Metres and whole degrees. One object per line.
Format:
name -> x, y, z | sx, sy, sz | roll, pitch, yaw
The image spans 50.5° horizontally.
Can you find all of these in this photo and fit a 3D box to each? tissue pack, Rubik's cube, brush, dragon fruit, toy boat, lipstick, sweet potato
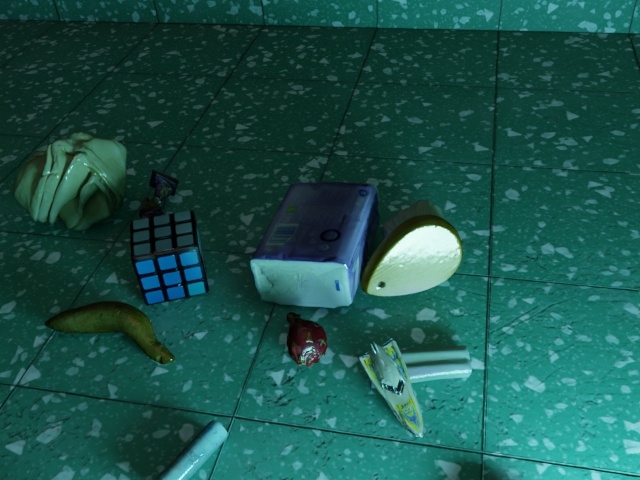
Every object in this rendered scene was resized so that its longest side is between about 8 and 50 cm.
tissue pack -> 0.000, 0.000, 1.685 | 0.242, 0.160, 0.338 | 4, 39, 17
Rubik's cube -> -0.371, 0.042, 1.671 | 0.161, 0.162, 0.163 | -11, 39, -8
brush -> 0.205, 0.030, 1.645 | 0.267, 0.174, 0.166 | -30, 22, 4
dragon fruit -> -0.035, 0.204, 1.504 | 0.094, 0.094, 0.190 | -9, 28, -5
toy boat -> 0.153, 0.298, 1.358 | 0.084, 0.066, 0.210 | -26, 69, -7
lipstick -> -0.245, 0.416, 1.294 | 0.048, 0.048, 0.158 | 22, 47, 29
sweet potato -> -0.469, 0.197, 1.566 | 0.346, 0.079, 0.108 | 13, 71, 19

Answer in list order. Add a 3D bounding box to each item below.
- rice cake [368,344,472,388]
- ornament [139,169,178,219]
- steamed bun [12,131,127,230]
rice cake -> 0.210, 0.266, 1.435 | 0.222, 0.042, 0.080 | -5, 38, -2
ornament -> -0.468, -0.094, 1.924 | 0.081, 0.088, 0.203 | 17, 52, -11
steamed bun -> -0.683, -0.146, 1.870 | 0.289, 0.276, 0.203 | 3, 45, -30
